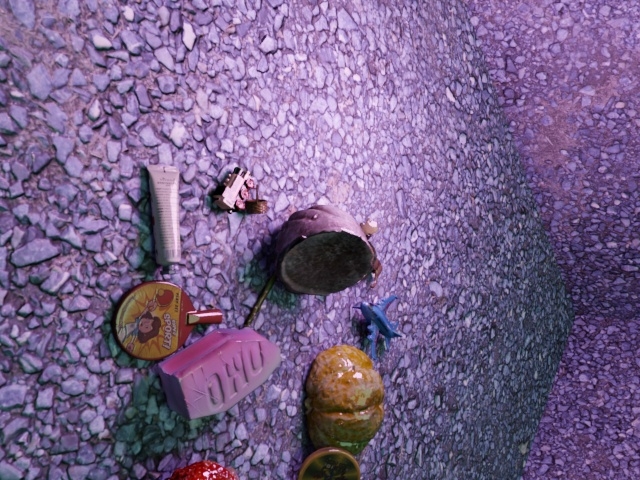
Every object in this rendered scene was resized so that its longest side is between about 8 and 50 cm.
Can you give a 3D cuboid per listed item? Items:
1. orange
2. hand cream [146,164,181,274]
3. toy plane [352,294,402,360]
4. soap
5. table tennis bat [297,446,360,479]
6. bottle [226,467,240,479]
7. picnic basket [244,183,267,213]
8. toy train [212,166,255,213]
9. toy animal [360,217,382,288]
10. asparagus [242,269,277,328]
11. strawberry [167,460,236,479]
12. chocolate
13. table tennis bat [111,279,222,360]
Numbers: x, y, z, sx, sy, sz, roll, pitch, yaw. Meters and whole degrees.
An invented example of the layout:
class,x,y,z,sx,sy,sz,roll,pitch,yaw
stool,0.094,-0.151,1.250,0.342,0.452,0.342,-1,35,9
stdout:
class,x,y,z,sx,sy,sz,roll,pitch,yaw
orange,0.100,0.525,1.972,0.271,0.211,0.368,1,87,-46
hand cream,-0.388,-0.052,1.525,0.095,0.059,0.275,0,86,-47
toy plane,0.204,0.286,2.160,0.271,0.105,0.254,45,58,-38
soap,-0.257,0.341,1.613,0.324,0.109,0.192,-30,122,-42
table tennis bat,0.001,0.795,1.899,0.199,0.050,0.320,26,92,-14
bottle,-0.243,0.684,1.700,0.045,0.045,0.096,-36,115,-42
picnic basket,-0.184,-0.119,1.741,0.072,0.072,0.083,-9,106,-48
toy train,-0.238,-0.144,1.693,0.087,0.050,0.137,43,59,-36
toy animal,0.160,0.042,2.131,0.186,0.094,0.214,-58,137,-25
asparagus,-0.179,0.187,1.784,0.024,0.025,0.248,106,10,-63
strawberry,-0.290,0.681,1.488,0.261,0.258,0.260,14,64,-30
chocolate,0.000,0.000,1.814,0.303,0.303,0.212,39,26,-42
table tennis bat,-0.385,0.200,1.544,0.310,0.038,0.200,3,90,-45
